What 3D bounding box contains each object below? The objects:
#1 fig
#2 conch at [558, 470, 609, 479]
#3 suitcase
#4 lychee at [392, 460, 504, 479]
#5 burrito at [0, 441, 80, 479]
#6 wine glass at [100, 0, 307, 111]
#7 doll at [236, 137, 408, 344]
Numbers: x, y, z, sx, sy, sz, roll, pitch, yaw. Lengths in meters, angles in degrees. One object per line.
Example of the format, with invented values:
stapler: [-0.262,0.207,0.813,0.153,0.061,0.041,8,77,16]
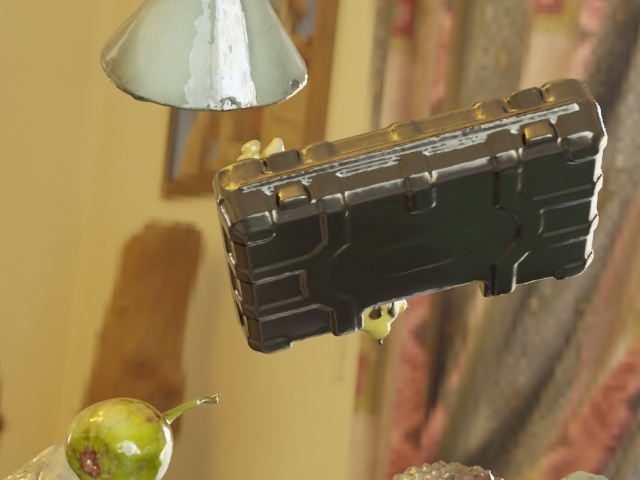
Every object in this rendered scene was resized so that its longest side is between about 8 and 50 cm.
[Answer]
fig: [-0.149,0.182,1.716,0.093,0.093,0.166,0,-4,39]
conch: [0.231,0.272,1.737,0.102,0.153,0.135,19,24,-49]
suitcase: [0.068,-0.015,1.458,0.286,0.066,0.206,-14,-31,-5]
lychee: [0.105,0.258,1.574,0.165,0.165,0.197,8,-36,-14]
burrito: [-0.363,0.317,2.087,0.117,0.076,0.392,31,45,30]
wine glass: [-0.127,-0.392,2.402,0.267,0.406,0.267,6,29,-3]
doll: [0.001,0.000,2.225,0.086,0.117,0.291,-11,-51,46]
